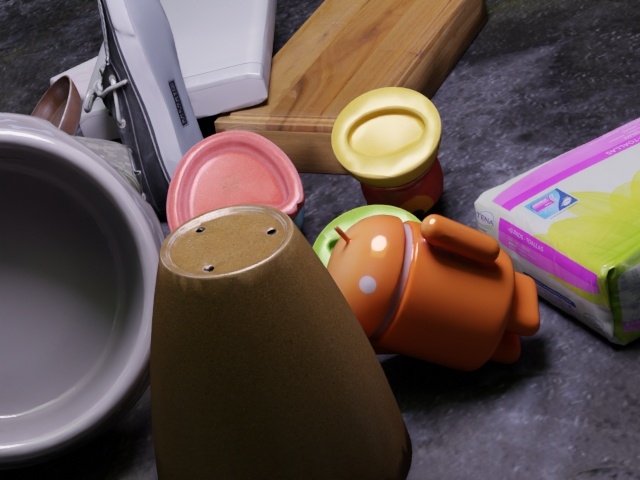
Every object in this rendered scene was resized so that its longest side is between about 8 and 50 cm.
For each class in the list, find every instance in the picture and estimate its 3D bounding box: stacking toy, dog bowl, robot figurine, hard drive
[{"bbox_3d":[0.000,0.000,1.897,0.308,0.130,0.280,-12,57,8],"label":"stacking toy"},{"bbox_3d":[-0.304,0.050,1.635,0.348,0.349,0.102,-19,4,-10],"label":"dog bowl"},{"bbox_3d":[0.097,0.051,1.661,0.219,0.128,0.158,17,-10,-14],"label":"robot figurine"},{"bbox_3d":[-0.176,-0.244,2.257,0.233,0.047,0.353,-13,28,8],"label":"hard drive"}]

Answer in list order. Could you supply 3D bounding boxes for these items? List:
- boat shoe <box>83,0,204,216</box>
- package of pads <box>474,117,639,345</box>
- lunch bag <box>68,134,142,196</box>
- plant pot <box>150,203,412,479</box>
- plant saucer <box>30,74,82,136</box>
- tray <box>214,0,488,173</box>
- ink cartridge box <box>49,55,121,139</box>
[{"bbox_3d":[-0.218,-0.177,2.046,0.105,0.306,0.113,-16,10,20],"label":"boat shoe"},{"bbox_3d":[0.341,-0.028,1.766,0.296,0.101,0.229,-26,33,-21],"label":"package of pads"},{"bbox_3d":[-0.334,-0.019,1.839,0.305,0.213,0.256,6,32,-11],"label":"lunch bag"},{"bbox_3d":[-0.054,0.105,1.548,0.237,0.254,0.237,-9,31,5],"label":"plant pot"},{"bbox_3d":[-0.321,-0.112,2.036,0.029,0.168,0.168,26,22,-22],"label":"plant saucer"},{"bbox_3d":[0.048,-0.222,2.228,0.202,0.076,0.411,3,35,26],"label":"tray"},{"bbox_3d":[-0.217,-0.220,2.346,0.232,0.066,0.189,-34,36,-25],"label":"ink cartridge box"}]
